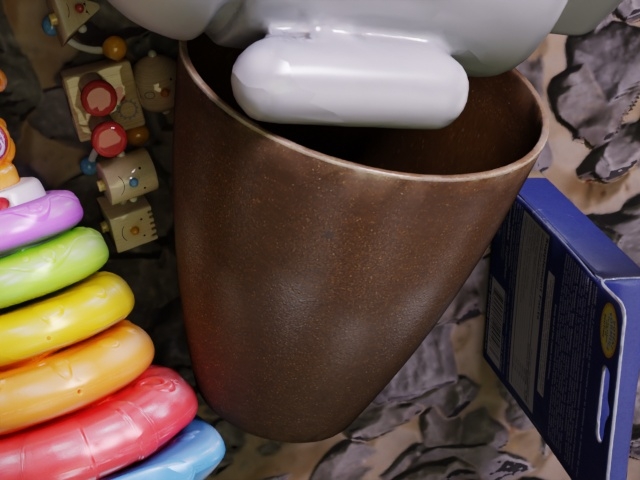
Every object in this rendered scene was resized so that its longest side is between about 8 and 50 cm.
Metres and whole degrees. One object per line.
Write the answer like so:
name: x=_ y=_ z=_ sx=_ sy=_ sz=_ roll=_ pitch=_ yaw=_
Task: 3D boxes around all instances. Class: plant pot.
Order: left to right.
plant pot: x=0.000 y=0.000 z=1.002 sx=0.215 sy=0.215 sz=0.230 roll=7 pitch=123 yaw=-14

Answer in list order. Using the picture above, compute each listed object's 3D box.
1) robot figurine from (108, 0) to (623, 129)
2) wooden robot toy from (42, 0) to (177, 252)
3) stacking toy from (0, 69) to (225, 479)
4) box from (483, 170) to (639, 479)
robot figurine: x=0.011 y=-0.197 z=0.904 sx=0.353 sy=0.300 sz=0.200 roll=6 pitch=154 yaw=-18
wooden robot toy: x=-0.109 y=-0.079 z=1.008 sx=0.079 sy=0.076 sz=0.173 roll=-19 pitch=114 yaw=-16
stacking toy: x=-0.183 y=0.024 z=1.005 sx=0.175 sy=0.166 sz=0.302 roll=-18 pitch=99 yaw=-14
box: x=0.153 y=0.058 z=1.027 sx=0.036 sy=0.225 sz=0.136 roll=-2 pitch=112 yaw=-11
